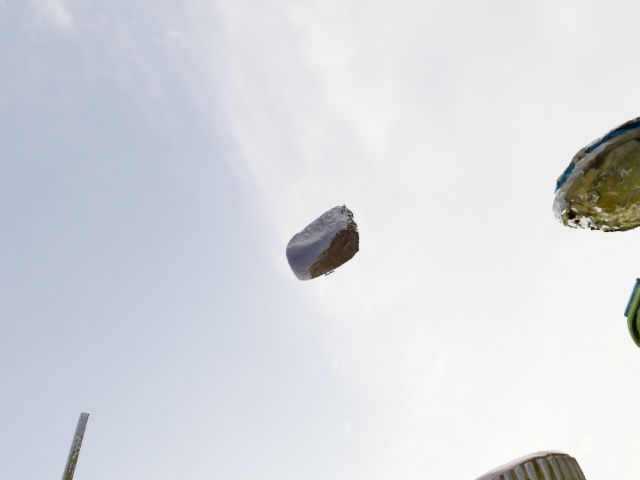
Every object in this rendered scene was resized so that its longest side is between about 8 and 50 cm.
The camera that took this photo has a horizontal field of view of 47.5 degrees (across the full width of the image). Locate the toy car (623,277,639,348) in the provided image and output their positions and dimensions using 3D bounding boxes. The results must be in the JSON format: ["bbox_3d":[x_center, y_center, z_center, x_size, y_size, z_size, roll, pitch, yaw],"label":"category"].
[{"bbox_3d":[0.610,0.115,1.131,0.142,0.248,0.200,-39,-34,-57],"label":"toy car"}]

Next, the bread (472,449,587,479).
[{"bbox_3d":[0.268,0.363,0.952,0.179,0.133,0.250,-20,-32,-2],"label":"bread"}]

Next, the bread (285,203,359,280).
[{"bbox_3d":[0.000,0.000,1.183,0.044,0.129,0.126,42,-155,-34],"label":"bread"}]

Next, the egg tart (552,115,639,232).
[{"bbox_3d":[0.535,-0.095,1.242,0.291,0.107,0.290,-17,-34,-12],"label":"egg tart"}]

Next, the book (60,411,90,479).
[{"bbox_3d":[-0.315,0.320,0.875,0.016,0.198,0.138,17,-70,-14],"label":"book"}]
